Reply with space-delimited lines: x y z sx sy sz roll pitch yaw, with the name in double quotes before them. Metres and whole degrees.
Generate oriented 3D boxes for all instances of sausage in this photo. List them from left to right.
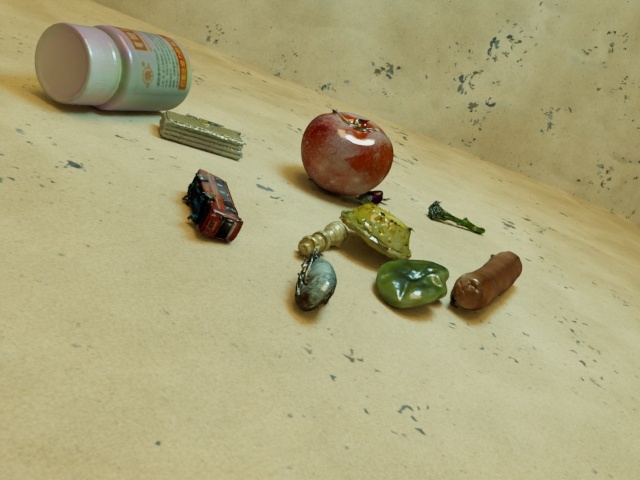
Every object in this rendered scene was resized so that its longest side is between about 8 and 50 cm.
"sausage" 0.418 0.095 1.518 0.094 0.094 0.419 28 21 23

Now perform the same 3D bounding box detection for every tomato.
"tomato" 0.072 -0.245 1.780 0.270 0.227 0.270 14 31 -8

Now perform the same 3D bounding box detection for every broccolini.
"broccolini" 0.440 -0.066 2.009 0.216 0.058 0.067 22 61 -25

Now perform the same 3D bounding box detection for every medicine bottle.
"medicine bottle" -0.544 -0.460 1.662 0.219 0.219 0.388 31 23 19

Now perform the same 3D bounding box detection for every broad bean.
"broad bean" 0.199 0.090 1.330 0.153 0.072 0.207 23 19 35

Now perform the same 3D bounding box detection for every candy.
"candy" 0.156 -0.128 1.844 0.045 0.043 0.175 24 19 28

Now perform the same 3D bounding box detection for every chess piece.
"chess piece" 0.000 0.001 1.361 0.060 0.060 0.172 31 24 18

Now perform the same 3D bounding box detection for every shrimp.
"shrimp" -0.005 0.069 1.170 0.090 0.079 0.233 57 12 -16

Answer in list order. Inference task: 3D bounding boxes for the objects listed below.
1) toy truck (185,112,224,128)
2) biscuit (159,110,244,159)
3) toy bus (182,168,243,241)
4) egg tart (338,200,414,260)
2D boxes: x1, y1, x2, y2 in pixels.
"toy truck" -0.340 -0.328 1.791 0.123 0.052 0.063 16 18 -23
"biscuit" -0.325 -0.294 1.711 0.239 0.061 0.108 15 23 -23
"toy bus" -0.226 -0.077 1.287 0.096 0.073 0.235 20 19 -28
"egg tart" 0.141 -0.028 1.478 0.213 0.090 0.212 30 10 -6
